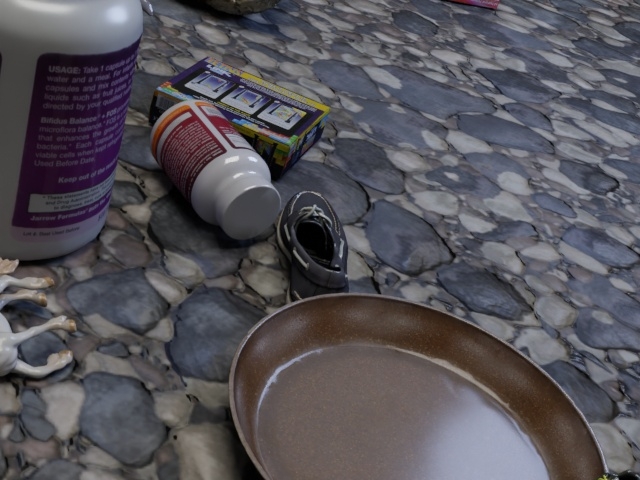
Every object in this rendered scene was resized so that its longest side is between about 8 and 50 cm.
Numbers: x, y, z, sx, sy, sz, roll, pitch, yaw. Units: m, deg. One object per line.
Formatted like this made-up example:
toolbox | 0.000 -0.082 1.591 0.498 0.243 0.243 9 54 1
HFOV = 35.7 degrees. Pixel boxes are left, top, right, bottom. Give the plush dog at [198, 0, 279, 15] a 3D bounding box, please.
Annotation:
plush dog | -0.107 -0.419 1.486 0.262 0.210 0.225 -4 44 16

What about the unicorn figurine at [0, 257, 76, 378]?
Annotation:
unicorn figurine | -0.245 0.070 0.752 0.111 0.060 0.162 -8 24 -35

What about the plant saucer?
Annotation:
plant saucer | 0.075 0.156 0.785 0.310 0.050 0.310 13 33 -8

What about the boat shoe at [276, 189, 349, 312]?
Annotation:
boat shoe | 0.000 0.000 0.967 0.075 0.065 0.206 12 32 -10

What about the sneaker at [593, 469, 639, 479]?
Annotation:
sneaker | 0.201 0.186 0.728 0.083 0.035 0.031 -6 39 -34

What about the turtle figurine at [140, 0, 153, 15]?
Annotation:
turtle figurine | -0.366 -0.336 1.125 0.275 0.266 0.198 -18 12 -11

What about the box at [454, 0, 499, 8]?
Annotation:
box | 0.216 -0.520 1.812 0.257 0.128 0.122 5 35 -22

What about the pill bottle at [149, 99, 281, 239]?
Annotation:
pill bottle | -0.105 -0.070 1.000 0.086 0.086 0.152 -7 40 -35

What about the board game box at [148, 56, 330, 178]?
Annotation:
board game box | -0.092 -0.147 1.160 0.170 0.048 0.141 24 30 9

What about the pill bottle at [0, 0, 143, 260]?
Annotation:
pill bottle | -0.243 -0.147 0.840 0.169 0.301 0.169 14 32 -9
